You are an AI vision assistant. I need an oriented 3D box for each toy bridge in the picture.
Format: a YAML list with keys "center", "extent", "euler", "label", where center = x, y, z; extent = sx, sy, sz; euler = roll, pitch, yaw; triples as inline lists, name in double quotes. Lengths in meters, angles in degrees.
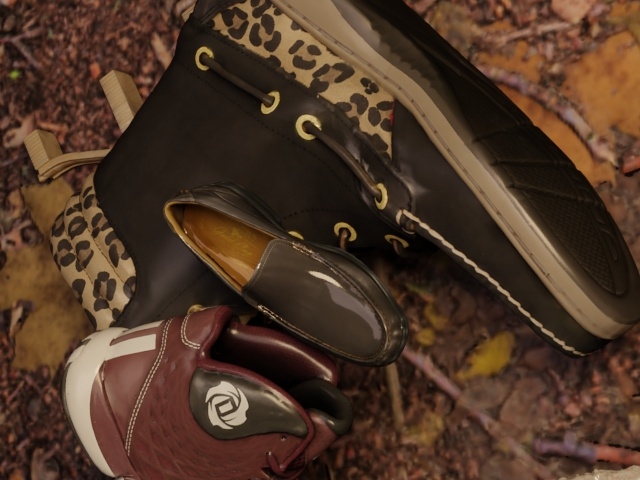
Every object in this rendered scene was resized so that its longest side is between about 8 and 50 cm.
- center: [-0.143, -0.096, 1.280]
  extent: [0.188, 0.026, 0.063]
  euler: [-35, 66, 22]
  label: "toy bridge"

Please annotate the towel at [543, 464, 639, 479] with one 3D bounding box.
- center: [0.172, 0.227, 1.018]
  extent: [0.282, 0.049, 0.187]
  euler: [-16, 74, 28]
  label: "towel"

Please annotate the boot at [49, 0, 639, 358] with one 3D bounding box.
- center: [0.000, 0.000, 1.114]
  extent: [0.377, 0.138, 0.284]
  euler: [47, 111, 20]
  label: "boot"

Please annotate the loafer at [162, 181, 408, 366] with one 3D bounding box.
- center: [-0.025, 0.023, 1.018]
  extent: [0.170, 0.061, 0.062]
  euler: [32, 105, 26]
  label: "loafer"

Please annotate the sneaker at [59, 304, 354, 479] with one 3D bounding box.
- center: [-0.031, 0.163, 1.059]
  extent: [0.162, 0.106, 0.281]
  euler: [-22, 106, 29]
  label: "sneaker"
